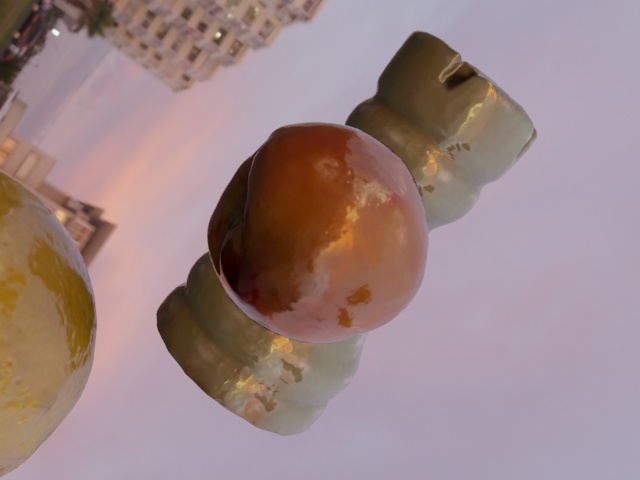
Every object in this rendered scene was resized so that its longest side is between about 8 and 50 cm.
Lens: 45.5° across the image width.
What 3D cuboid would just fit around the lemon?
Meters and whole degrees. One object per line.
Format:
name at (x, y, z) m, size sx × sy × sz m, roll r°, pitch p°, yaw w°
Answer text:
lemon at (-0.308, 0.063, 0.612) m, size 0.261 × 0.260 × 0.284 m, roll -61°, pitch 174°, yaw -13°

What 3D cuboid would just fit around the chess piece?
chess piece at (0.033, -0.011, 0.858) m, size 0.442 × 0.234 × 0.234 m, roll -50°, pitch -154°, yaw 13°

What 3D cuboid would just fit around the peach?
peach at (0.000, 0.000, 0.476) m, size 0.138 × 0.138 × 0.138 m, roll -40°, pitch -151°, yaw 28°
